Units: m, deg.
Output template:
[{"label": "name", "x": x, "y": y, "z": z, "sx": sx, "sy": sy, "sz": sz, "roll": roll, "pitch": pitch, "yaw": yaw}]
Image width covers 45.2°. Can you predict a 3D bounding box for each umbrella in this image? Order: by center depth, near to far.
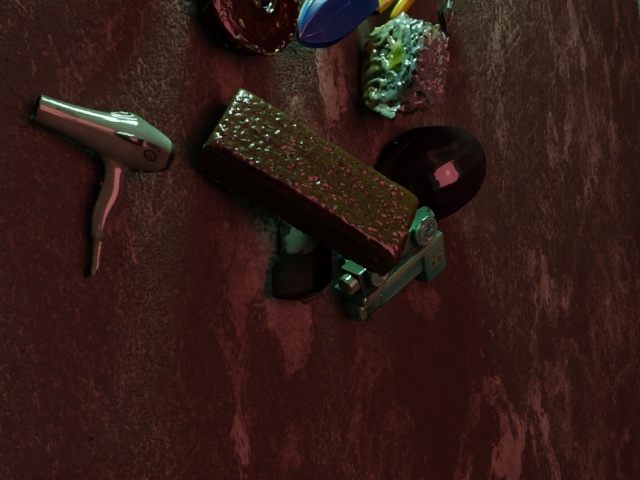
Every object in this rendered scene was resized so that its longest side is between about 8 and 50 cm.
[{"label": "umbrella", "x": 0.328, "y": -0.545, "z": 1.997, "sx": 0.044, "sy": 0.044, "sz": 0.269, "roll": 7, "pitch": 80, "yaw": -15}]

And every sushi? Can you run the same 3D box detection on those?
[{"label": "sushi", "x": -0.016, "y": -0.006, "z": 1.553, "sx": 0.109, "sy": 0.134, "sz": 0.273, "roll": 39, "pitch": 45, "yaw": -53}, {"label": "sushi", "x": 0.188, "y": -0.377, "z": 1.730, "sx": 0.139, "sy": 0.184, "sz": 0.274, "roll": 14, "pitch": 78, "yaw": -44}]

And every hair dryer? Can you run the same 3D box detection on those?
[{"label": "hair dryer", "x": -0.377, "y": -0.109, "z": 1.206, "sx": 0.229, "sy": 0.092, "sz": 0.267, "roll": 40, "pitch": 69, "yaw": -29}]

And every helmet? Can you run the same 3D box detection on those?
[{"label": "helmet", "x": 0.278, "y": -0.153, "z": 1.818, "sx": 0.305, "sy": 0.177, "sz": 0.225, "roll": -46, "pitch": 121, "yaw": -40}]

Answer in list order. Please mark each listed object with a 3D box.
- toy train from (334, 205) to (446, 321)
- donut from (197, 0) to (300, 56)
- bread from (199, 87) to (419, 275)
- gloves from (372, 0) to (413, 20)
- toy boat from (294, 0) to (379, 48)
[{"label": "toy train", "x": 0.157, "y": 0.053, "z": 1.697, "sx": 0.298, "sy": 0.120, "sz": 0.194, "roll": -38, "pitch": 133, "yaw": -29}, {"label": "donut", "x": -0.139, "y": -0.459, "z": 1.462, "sx": 0.235, "sy": 0.089, "sz": 0.235, "roll": 6, "pitch": 82, "yaw": -45}, {"label": "bread", "x": -0.017, "y": -0.105, "z": 1.433, "sx": 0.416, "sy": 0.113, "sz": 0.165, "roll": 31, "pitch": 61, "yaw": -9}, {"label": "gloves", "x": 0.196, "y": -0.642, "z": 1.842, "sx": 0.133, "sy": 0.116, "sz": 0.294, "roll": 40, "pitch": 65, "yaw": -5}, {"label": "toy boat", "x": 0.022, "y": -0.484, "z": 1.621, "sx": 0.295, "sy": 0.088, "sz": 0.129, "roll": -50, "pitch": 136, "yaw": -43}]
